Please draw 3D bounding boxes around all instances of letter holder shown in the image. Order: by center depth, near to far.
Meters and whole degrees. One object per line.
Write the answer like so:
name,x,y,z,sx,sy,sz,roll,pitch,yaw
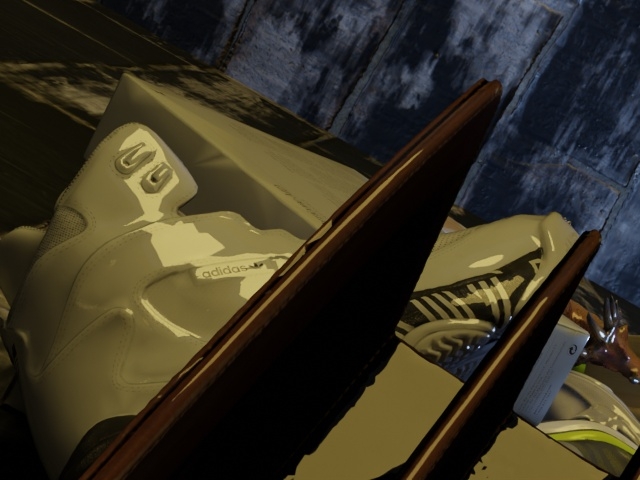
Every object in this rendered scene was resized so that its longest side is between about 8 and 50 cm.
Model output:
letter holder,0.031,0.103,0.487,0.152,0.214,0.302,32,48,14

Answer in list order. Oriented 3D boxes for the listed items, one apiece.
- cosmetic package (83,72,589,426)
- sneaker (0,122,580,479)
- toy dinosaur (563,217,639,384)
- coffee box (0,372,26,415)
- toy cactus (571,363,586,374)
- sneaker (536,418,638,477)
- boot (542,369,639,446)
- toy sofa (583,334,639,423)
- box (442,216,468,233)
cosmetic package,0.000,0.000,1.081,0.284,0.097,0.377,23,10,-37
sneaker,-0.024,0.019,0.756,0.210,0.365,0.137,57,-26,15
toy dinosaur,0.228,0.087,1.471,0.295,0.127,0.200,-5,37,-13
coffee box,-0.067,0.112,0.868,0.246,0.098,0.141,29,10,1
toy cactus,0.268,0.128,1.703,0.180,0.112,0.219,0,38,-50
sneaker,0.184,0.215,1.085,0.299,0.111,0.121,17,25,-27
boot,0.285,0.207,1.336,0.258,0.095,0.123,40,8,40
toy sofa,0.489,0.252,1.613,0.362,0.177,0.150,22,-12,-31
box,0.062,-0.004,1.677,0.148,0.121,0.311,35,12,32
